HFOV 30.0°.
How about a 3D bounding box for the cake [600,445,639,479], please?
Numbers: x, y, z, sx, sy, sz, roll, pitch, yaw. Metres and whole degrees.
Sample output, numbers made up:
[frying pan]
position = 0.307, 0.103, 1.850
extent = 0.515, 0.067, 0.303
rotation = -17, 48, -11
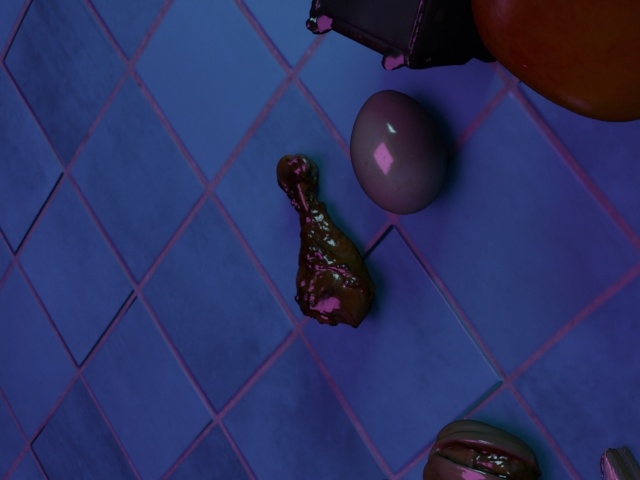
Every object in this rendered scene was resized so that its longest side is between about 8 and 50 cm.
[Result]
[cake]
position = 0.348, 0.286, 1.322
extent = 0.065, 0.052, 0.121
rotation = -7, 94, 49

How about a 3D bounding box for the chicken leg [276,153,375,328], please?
[chicken leg]
position = 0.001, 0.001, 1.575
extent = 0.107, 0.087, 0.251
rotation = -23, 76, 23

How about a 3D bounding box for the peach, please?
[peach]
position = 0.278, -0.266, 1.113
extent = 0.308, 0.308, 0.332
rotation = 66, 151, 11

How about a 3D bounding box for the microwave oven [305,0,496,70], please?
[microwave oven]
position = 0.111, -0.331, 1.322
extent = 0.188, 0.178, 0.247
rotation = 32, 119, 32

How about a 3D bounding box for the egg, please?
[egg]
position = 0.092, -0.106, 1.431
extent = 0.114, 0.114, 0.152
rotation = -21, 83, 44

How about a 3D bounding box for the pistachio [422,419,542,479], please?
[pistachio]
position = 0.192, 0.274, 1.434
extent = 0.149, 0.113, 0.113
rotation = 15, 110, 33
